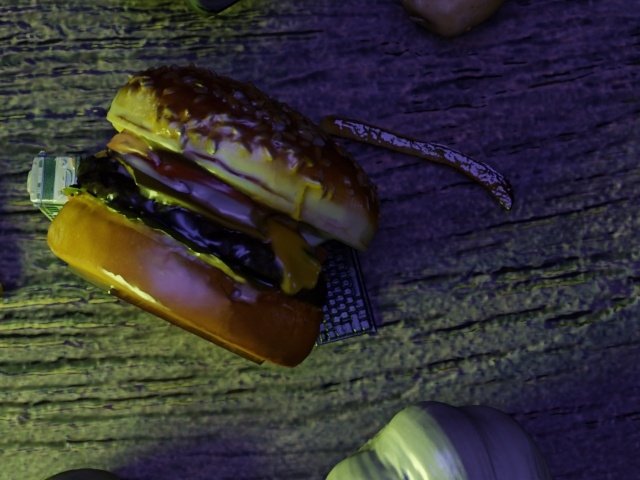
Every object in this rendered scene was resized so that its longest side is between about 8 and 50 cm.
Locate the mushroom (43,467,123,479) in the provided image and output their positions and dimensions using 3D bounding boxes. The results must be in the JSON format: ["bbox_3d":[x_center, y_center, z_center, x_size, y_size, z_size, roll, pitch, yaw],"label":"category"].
[{"bbox_3d":[-0.243,0.282,1.546,0.141,0.117,0.188,26,76,22],"label":"mushroom"}]

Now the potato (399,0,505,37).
[{"bbox_3d":[0.142,-0.282,1.669,0.118,0.109,0.178,25,74,29],"label":"potato"}]

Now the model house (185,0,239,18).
[{"bbox_3d":[-0.183,-0.345,1.693,0.278,0.218,0.205,7,121,34],"label":"model house"}]

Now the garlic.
[{"bbox_3d":[0.117,0.216,1.518,0.229,0.143,0.178,-14,52,-38],"label":"garlic"}]

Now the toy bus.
[{"bbox_3d":[-0.240,-0.048,1.635,0.058,0.102,0.052,2,79,5],"label":"toy bus"}]

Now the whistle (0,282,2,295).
[{"bbox_3d":[-0.342,0.015,1.657,0.057,0.046,0.109,-17,84,-17],"label":"whistle"}]

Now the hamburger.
[{"bbox_3d":[-0.091,-0.029,1.541,0.291,0.291,0.225,27,89,7],"label":"hamburger"}]

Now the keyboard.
[{"bbox_3d":[0.000,0.000,1.665,0.063,0.010,0.198,-14,79,-3],"label":"keyboard"}]

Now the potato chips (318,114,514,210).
[{"bbox_3d":[0.095,-0.083,1.672,0.204,0.026,0.037,22,93,5],"label":"potato chips"}]
